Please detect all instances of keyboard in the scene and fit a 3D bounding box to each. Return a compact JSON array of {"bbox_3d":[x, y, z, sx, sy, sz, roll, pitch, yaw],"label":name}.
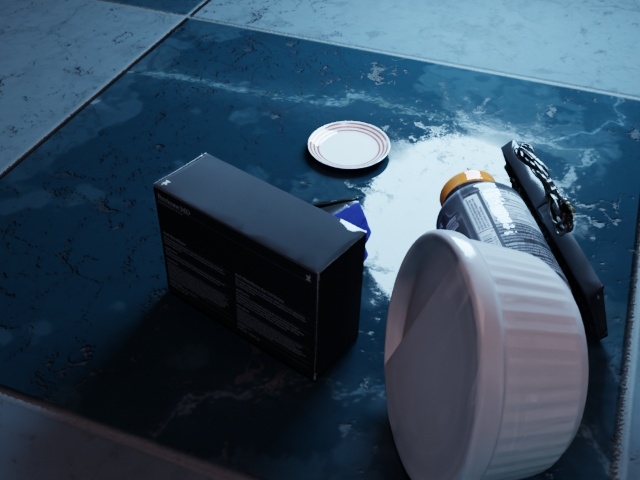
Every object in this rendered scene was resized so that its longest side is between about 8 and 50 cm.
[{"bbox_3d":[0.304,-0.029,1.012,0.033,0.201,0.317,-20,42,5],"label":"keyboard"}]

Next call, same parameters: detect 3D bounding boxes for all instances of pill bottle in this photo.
[{"bbox_3d":[0.233,0.009,1.013,0.130,0.130,0.245,-5,42,-6],"label":"pill bottle"}]

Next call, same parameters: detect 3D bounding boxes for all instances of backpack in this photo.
[{"bbox_3d":[0.000,0.000,1.048,0.098,0.101,0.120,-25,15,-31],"label":"backpack"}]

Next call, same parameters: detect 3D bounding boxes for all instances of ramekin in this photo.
[{"bbox_3d":[0.167,0.126,0.791,0.127,0.273,0.273,3,40,-14],"label":"ramekin"}]

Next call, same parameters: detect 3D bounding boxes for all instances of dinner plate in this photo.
[{"bbox_3d":[0.049,-0.160,1.288,0.141,0.017,0.141,0,41,0],"label":"dinner plate"}]

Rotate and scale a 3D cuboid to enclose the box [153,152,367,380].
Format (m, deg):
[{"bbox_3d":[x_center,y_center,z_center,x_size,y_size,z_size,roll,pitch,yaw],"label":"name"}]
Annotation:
[{"bbox_3d":[-0.078,0.028,0.950,0.261,0.184,0.103,28,49,27],"label":"box"}]
